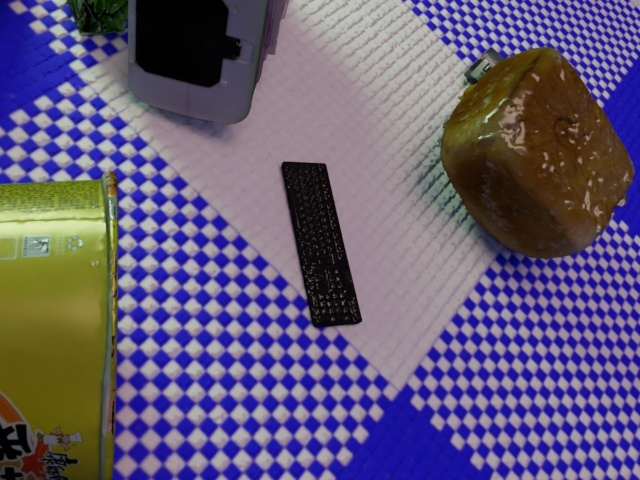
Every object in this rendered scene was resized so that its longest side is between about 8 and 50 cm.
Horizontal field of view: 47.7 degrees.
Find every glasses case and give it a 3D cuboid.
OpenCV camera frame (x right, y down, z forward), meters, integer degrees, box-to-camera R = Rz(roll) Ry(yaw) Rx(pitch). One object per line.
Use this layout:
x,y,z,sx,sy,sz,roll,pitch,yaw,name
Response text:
-0.288,-0.375,0.828,0.062,0.095,0.272,-16,73,-28,glasses case

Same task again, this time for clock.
-0.111,-0.325,0.820,0.166,0.235,0.309,14,48,-3,clock

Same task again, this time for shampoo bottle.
0.303,-0.192,1.065,0.208,0.057,0.063,43,53,-1,shampoo bottle

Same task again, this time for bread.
0.267,-0.095,0.929,0.246,0.176,0.195,48,63,-16,bread

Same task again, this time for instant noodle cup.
-0.254,0.073,0.532,0.200,0.264,0.264,0,65,-18,instant noodle cup

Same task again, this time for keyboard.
0.000,0.000,0.835,0.061,0.013,0.204,-1,66,-27,keyboard
